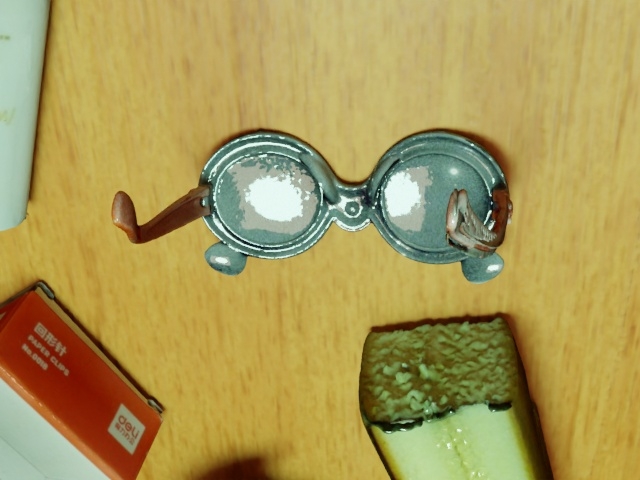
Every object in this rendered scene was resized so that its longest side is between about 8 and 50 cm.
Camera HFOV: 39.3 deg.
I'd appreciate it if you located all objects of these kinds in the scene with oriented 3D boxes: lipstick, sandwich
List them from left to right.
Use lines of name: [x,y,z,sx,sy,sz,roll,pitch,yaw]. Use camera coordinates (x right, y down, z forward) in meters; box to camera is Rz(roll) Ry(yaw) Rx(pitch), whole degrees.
lipstick: [-0.227,-0.125,0.639,0.059,0.059,0.264,18,123,-1]
sandwich: [0.123,0.185,0.730,0.122,0.128,0.235,-13,119,14]

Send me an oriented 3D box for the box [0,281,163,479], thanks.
box: [-0.251,0.145,0.794,0.133,0.099,0.182,-28,115,28]

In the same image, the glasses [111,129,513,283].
glasses: [0.000,0.000,0.558,0.234,0.268,0.118,3,104,11]
